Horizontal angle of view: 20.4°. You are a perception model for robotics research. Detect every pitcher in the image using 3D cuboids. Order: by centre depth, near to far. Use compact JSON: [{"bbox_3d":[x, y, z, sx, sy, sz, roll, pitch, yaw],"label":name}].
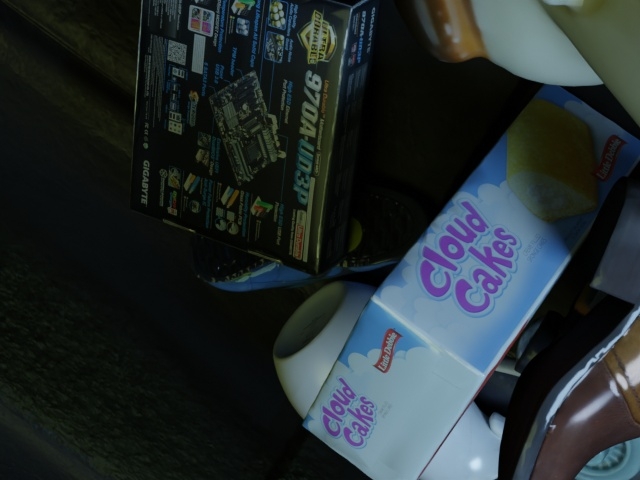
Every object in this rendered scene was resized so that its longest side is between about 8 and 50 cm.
[{"bbox_3d":[0.081,0.114,1.418,0.207,0.125,0.178,42,119,-17],"label":"pitcher"}]

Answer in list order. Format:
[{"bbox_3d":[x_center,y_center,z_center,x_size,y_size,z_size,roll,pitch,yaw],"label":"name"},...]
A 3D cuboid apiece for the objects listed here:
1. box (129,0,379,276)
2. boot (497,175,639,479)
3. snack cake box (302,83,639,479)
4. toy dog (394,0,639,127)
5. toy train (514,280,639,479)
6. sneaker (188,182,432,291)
[{"bbox_3d":[-0.054,-0.101,1.327,0.175,0.051,0.220,19,119,23],"label":"box"},{"bbox_3d":[0.274,0.118,1.148,0.280,0.096,0.264,21,100,-5],"label":"boot"},{"bbox_3d":[0.106,0.029,1.200,0.089,0.264,0.152,35,138,6],"label":"snack cake box"},{"bbox_3d":[0.225,-0.151,0.921,0.408,0.284,0.395,35,154,45],"label":"toy dog"},{"bbox_3d":[0.303,0.120,1.239,0.334,0.142,0.190,31,127,9],"label":"toy train"},{"bbox_3d":[0.000,0.000,1.418,0.209,0.082,0.069,-10,77,26],"label":"sneaker"}]
